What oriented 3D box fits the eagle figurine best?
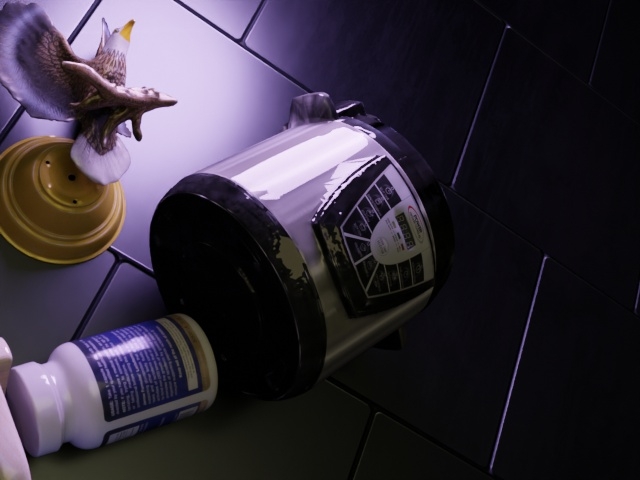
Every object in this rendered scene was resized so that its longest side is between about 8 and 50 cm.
[{"bbox_3d":[-0.351,-0.247,1.445,0.225,0.298,0.226,-39,132,-22],"label":"eagle figurine"}]

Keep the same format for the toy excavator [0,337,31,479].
[{"bbox_3d":[-0.346,0.390,1.105,0.222,0.445,0.433,-8,30,-33],"label":"toy excavator"}]

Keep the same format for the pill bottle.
[{"bbox_3d":[-0.292,0.204,1.335,0.265,0.153,0.153,-13,77,-35],"label":"pill bottle"}]

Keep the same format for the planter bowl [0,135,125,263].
[{"bbox_3d":[-0.388,-0.080,1.442,0.217,0.090,0.217,13,64,-26],"label":"planter bowl"}]

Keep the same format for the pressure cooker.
[{"bbox_3d":[-0.004,-0.002,1.466,0.420,0.370,0.375,-29,61,-37],"label":"pressure cooker"}]
